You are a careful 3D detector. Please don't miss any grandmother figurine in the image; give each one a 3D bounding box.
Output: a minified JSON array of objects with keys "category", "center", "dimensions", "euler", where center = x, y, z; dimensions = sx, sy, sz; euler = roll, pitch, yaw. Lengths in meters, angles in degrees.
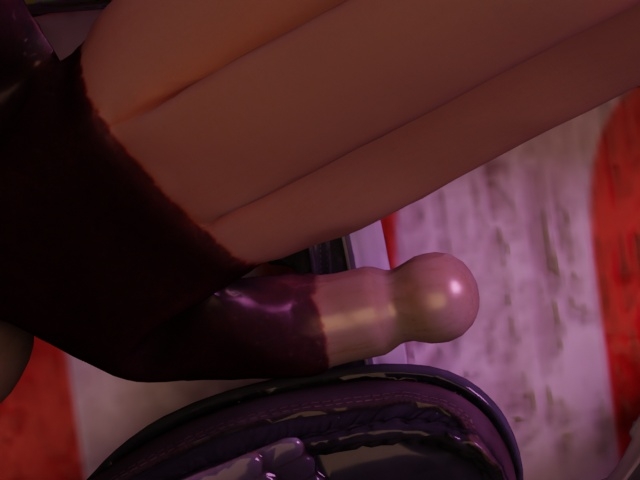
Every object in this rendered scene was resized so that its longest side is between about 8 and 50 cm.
[{"category":"grandmother figurine","center":[-0.042,-0.027,0.497],"dimensions":[0.342,0.104,0.208],"euler":[-31,107,27]}]

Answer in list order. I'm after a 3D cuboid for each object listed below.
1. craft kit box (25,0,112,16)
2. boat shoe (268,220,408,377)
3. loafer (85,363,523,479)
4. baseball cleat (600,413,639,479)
[{"category":"craft kit box","center":[-0.041,-0.196,0.539],"dimensions":[0.247,0.061,0.249],"euler":[-4,93,11]},{"category":"boat shoe","center":[0.000,0.000,0.579],"dimensions":[0.040,0.049,0.142],"euler":[-12,94,0]},{"category":"loafer","center":[-0.076,0.132,0.544],"dimensions":[0.303,0.095,0.109],"euler":[-22,103,6]},{"category":"baseball cleat","center":[0.115,0.113,0.544],"dimensions":[0.109,0.072,0.206],"euler":[37,67,15]}]
